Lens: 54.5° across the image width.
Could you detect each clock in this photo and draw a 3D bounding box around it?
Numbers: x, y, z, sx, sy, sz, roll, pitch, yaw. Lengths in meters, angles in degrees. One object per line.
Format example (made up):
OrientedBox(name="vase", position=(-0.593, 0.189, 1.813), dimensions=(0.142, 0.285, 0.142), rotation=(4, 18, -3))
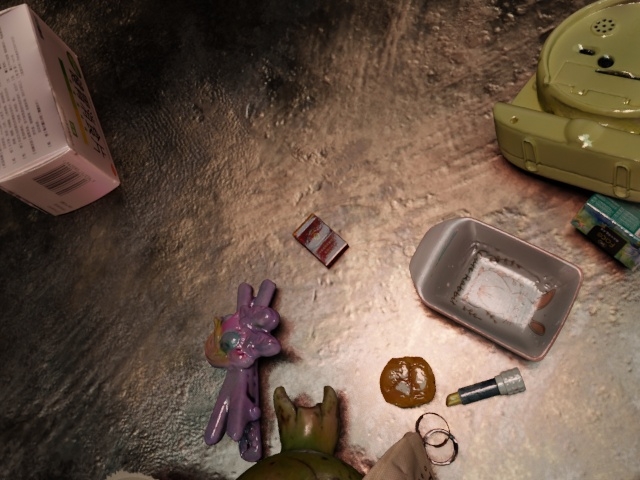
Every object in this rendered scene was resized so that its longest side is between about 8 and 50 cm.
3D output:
OrientedBox(name="clock", position=(0.445, -0.237, 0.911), dimensions=(0.286, 0.117, 0.348), rotation=(23, 71, 34))

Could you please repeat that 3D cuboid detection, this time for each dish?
OrientedBox(name="dish", position=(0.249, 0.065, 0.925), dimensions=(0.234, 0.064, 0.154), rotation=(28, 81, 17))

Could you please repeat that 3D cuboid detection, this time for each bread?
OrientedBox(name="bread", position=(0.130, 0.208, 0.917), dimensions=(0.083, 0.046, 0.081), rotation=(21, 81, 15))

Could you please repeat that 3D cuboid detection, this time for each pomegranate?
OrientedBox(name="pomegranate", position=(-0.035, 0.361, 0.836), dimensions=(0.242, 0.242, 0.306), rotation=(-23, 31, 4))

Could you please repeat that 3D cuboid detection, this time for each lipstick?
OrientedBox(name="lipstick", position=(0.235, 0.216, 0.901), dimensions=(0.116, 0.037, 0.037), rotation=(-18, 71, 10))

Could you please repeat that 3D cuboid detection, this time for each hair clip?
OrientedBox(name="hair clip", position=(-0.114, 0.190, 0.941), dimensions=(0.137, 0.090, 0.279), rotation=(-12, 69, 33))

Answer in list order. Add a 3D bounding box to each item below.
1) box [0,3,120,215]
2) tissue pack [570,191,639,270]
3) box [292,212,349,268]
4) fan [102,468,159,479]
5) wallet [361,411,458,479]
OrientedBox(name="box", position=(-0.500, -0.231, 1.105), dimensions=(0.145, 0.173, 0.333), rotation=(-25, 71, 1))
OrientedBox(name="tissue pack", position=(0.434, -0.017, 0.911), dimensions=(0.111, 0.079, 0.085), rotation=(42, 54, 19))
OrientedBox(name="box", position=(0.000, 0.000, 1.016), dimensions=(0.082, 0.023, 0.051), rotation=(41, 84, 19))
OrientedBox(name="fan", position=(-0.324, 0.438, 0.919), dimensions=(0.414, 0.012, 0.233), rotation=(2, 99, 23))
OrientedBox(name="wallet", position=(0.130, 0.399, 0.741), dimensions=(0.068, 0.275, 0.335), rotation=(-22, 78, 28))
